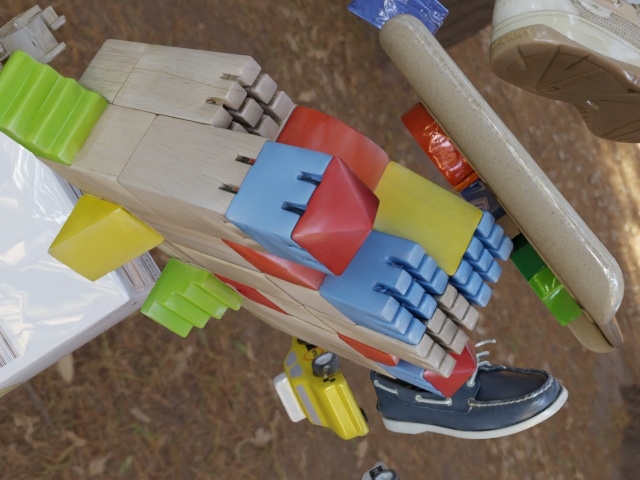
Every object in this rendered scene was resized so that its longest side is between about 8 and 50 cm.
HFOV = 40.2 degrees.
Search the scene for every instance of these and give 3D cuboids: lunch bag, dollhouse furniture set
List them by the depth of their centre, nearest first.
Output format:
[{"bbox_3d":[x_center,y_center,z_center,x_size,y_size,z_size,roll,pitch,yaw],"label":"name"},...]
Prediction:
[{"bbox_3d":[0.085,-0.238,0.893,0.067,0.065,0.098,42,15,35],"label":"lunch bag"},{"bbox_3d":[-0.341,-0.230,1.087,0.101,0.160,0.182,59,32,-25],"label":"dollhouse furniture set"}]

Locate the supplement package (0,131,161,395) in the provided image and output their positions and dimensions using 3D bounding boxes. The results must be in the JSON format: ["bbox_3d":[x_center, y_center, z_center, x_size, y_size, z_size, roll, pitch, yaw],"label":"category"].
[{"bbox_3d":[-0.320,0.035,0.845,0.204,0.261,0.145,58,5,1],"label":"supplement package"}]

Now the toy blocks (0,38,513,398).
[{"bbox_3d":[0.000,0.000,0.598,0.381,0.260,0.191,43,71,-47],"label":"toy blocks"}]

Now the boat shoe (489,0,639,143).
[{"bbox_3d":[0.291,-0.179,0.847,0.341,0.121,0.110,15,71,-43],"label":"boat shoe"}]

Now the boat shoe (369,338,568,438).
[{"bbox_3d":[0.158,0.166,0.991,0.095,0.254,0.079,-31,102,-37],"label":"boat shoe"}]

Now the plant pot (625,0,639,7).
[{"bbox_3d":[0.512,-0.329,1.278,0.293,0.274,0.275,10,64,-41],"label":"plant pot"}]

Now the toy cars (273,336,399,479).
[{"bbox_3d":[0.035,0.262,1.040,0.394,0.087,0.176,61,-4,27],"label":"toy cars"}]

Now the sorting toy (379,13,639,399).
[{"bbox_3d":[0.143,0.017,0.553,0.307,0.041,0.229,56,7,21],"label":"sorting toy"}]
